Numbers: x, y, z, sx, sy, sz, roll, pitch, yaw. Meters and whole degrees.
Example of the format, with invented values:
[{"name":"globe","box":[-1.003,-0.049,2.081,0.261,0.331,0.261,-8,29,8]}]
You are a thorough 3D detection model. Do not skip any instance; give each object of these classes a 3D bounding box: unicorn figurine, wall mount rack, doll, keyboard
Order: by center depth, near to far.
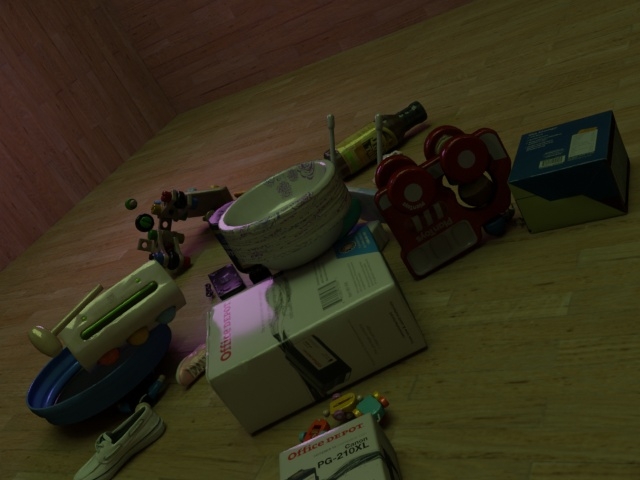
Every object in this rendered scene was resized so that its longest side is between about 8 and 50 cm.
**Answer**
[{"name":"doll","box":[-0.420,0.357,1.691,0.129,0.046,0.189,-32,24,-1]},{"name":"wall mount rack","box":[0.127,-0.157,1.747,0.130,0.304,0.350,-50,30,-17]},{"name":"keyboard","box":[-0.277,0.122,2.009,0.108,0.023,0.180,-27,23,-9]},{"name":"unicorn figurine","box":[0.198,-0.219,2.084,0.111,0.060,0.162,-2,36,45]}]

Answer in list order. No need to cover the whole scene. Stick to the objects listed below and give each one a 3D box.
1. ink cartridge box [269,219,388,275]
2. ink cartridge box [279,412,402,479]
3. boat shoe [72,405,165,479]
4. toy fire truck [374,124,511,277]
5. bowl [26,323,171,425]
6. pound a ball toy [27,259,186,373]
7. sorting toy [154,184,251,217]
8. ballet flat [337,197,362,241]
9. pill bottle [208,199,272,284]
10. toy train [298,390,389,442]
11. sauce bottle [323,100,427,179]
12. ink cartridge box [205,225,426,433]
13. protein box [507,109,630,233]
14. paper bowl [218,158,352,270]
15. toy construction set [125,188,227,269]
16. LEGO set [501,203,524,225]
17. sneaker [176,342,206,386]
[{"name":"ink cartridge box","box":[-0.011,0.067,1.767,0.296,0.066,0.261,-10,31,37]},{"name":"ink cartridge box","box":[0.035,0.391,1.053,0.172,0.100,0.237,-26,25,7]},{"name":"boat shoe","box":[-0.443,0.438,1.524,0.226,0.075,0.083,-39,26,-19]},{"name":"toy fire truck","box":[0.272,-0.091,1.529,0.302,0.254,0.169,-31,18,2]},{"name":"bowl","box":[-0.546,0.307,1.794,0.391,0.077,0.391,-27,21,11]},{"name":"pound a ball toy","box":[-0.466,0.185,1.620,0.319,0.135,0.208,-38,-14,-17]},{"name":"sorting toy","box":[-0.381,-0.138,2.397,0.348,0.196,0.047,-7,69,5]},{"name":"ballet flat","box":[0.000,0.000,1.706,0.096,0.095,0.280,-14,25,49]},{"name":"pill bottle","box":[-0.191,0.009,1.889,0.123,0.219,0.123,-25,25,12]},{"name":"toy train","box":[0.049,0.321,1.244,0.166,0.046,0.125,-16,29,34]},{"name":"sauce bottle","box":[0.177,-0.321,2.241,0.344,0.111,0.111,-35,25,-6]},{"name":"ink cartridge box","box":[-0.022,0.172,1.454,0.395,0.166,0.285,-27,24,5]},{"name":"protein box","box":[0.521,-0.143,1.490,0.200,0.136,0.201,-13,29,33]},{"name":"paper bowl","box":[-0.065,-0.044,1.547,0.284,0.148,0.284,-25,23,12]},{"name":"toy construction set","box":[-0.469,-0.040,2.340,0.309,0.257,0.237,-19,5,-28]},{"name":"LEGO set","box":[0.418,-0.050,1.567,0.054,0.023,0.083,-58,41,11]},{"name":"sneaker","box":[-0.278,0.283,1.667,0.070,0.051,0.134,-17,23,38]}]
